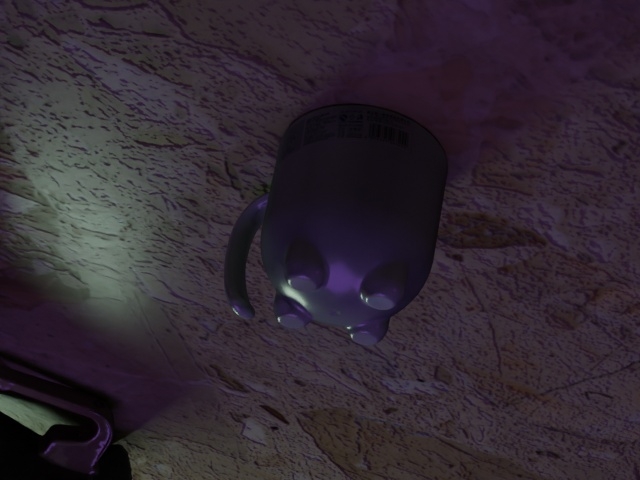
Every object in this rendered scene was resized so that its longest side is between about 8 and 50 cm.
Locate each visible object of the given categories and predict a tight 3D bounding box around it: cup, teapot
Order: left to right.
[{"bbox_3d":[-0.417,0.281,1.305,0.344,0.253,0.300,23,114,-29],"label":"teapot"},{"bbox_3d":[0.002,-0.007,0.810,0.174,0.142,0.134,5,146,10],"label":"cup"}]
